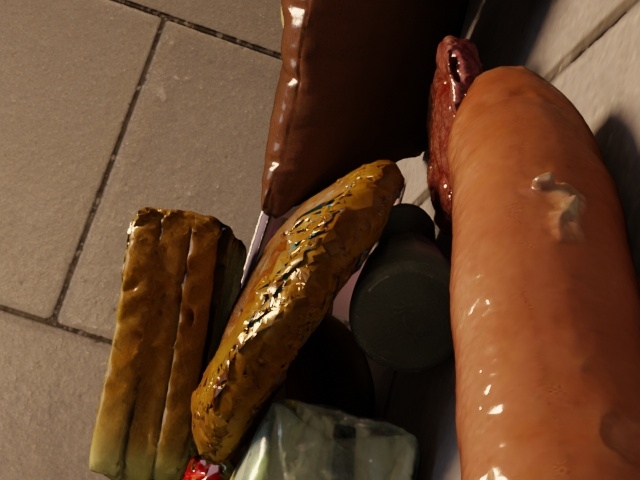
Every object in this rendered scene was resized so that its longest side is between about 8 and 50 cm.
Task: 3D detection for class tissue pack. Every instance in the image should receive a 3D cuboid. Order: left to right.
[{"bbox_3d":[-0.036,0.285,0.772,0.311,0.128,0.228,116,170,-57],"label":"tissue pack"}]

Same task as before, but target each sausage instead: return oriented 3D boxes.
[{"bbox_3d":[0.102,0.039,0.446,0.094,0.094,0.419,-50,17,32],"label":"sausage"}]

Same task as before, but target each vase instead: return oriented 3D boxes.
[{"bbox_3d":[0.070,0.025,0.815,0.214,0.086,0.086,-78,7,-72],"label":"vase"}]

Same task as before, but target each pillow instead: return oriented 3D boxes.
[{"bbox_3d":[0.055,-0.192,0.916,0.308,0.108,0.305,-27,-49,-55],"label":"pillow"}]

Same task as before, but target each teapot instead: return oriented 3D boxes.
[{"bbox_3d":[-0.012,0.131,0.949,0.178,0.135,0.252,-15,68,42],"label":"teapot"}]

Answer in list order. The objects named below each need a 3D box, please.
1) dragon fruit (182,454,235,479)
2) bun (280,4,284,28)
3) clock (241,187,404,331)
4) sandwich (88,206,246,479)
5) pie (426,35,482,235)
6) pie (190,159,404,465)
[{"bbox_3d":[-0.090,0.259,1.174,0.172,0.160,0.166,-75,-36,-54],"label":"dragon fruit"},{"bbox_3d":[0.076,-0.281,1.142,0.259,0.160,0.259,-34,-7,-4],"label":"bun"},{"bbox_3d":[0.001,0.000,1.140,0.073,0.144,0.193,145,143,-71],"label":"clock"},{"bbox_3d":[-0.139,0.101,0.965,0.273,0.095,0.249,131,148,-87],"label":"sandwich"},{"bbox_3d":[0.106,-0.079,0.777,0.153,0.038,0.153,180,90,-88],"label":"pie"},{"bbox_3d":[-0.024,0.047,0.783,0.273,0.069,0.273,-60,6,10],"label":"pie"}]
